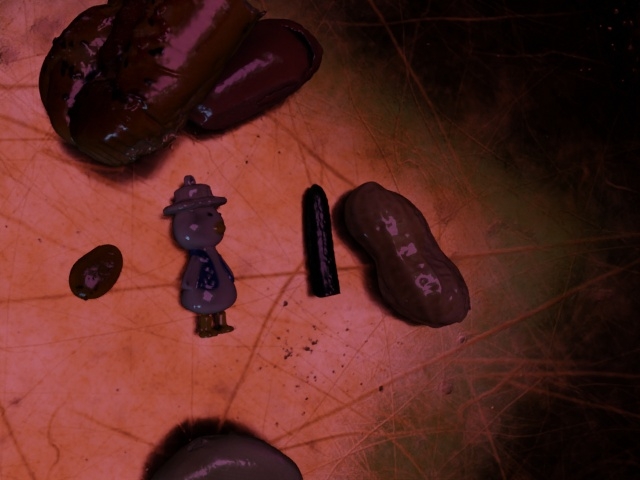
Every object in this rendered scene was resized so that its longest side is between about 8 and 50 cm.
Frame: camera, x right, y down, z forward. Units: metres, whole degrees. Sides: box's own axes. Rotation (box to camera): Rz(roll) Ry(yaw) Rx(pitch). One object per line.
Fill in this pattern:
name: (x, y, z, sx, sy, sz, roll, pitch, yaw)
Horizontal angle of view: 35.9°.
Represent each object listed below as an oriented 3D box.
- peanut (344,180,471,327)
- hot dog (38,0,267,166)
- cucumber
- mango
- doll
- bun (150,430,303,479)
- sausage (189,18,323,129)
peanut: (0.158, 0.029, 1.847, 0.149, 0.149, 0.313, -31, 93, -12)
hot dog: (-0.318, -0.310, 1.679, 0.196, 0.367, 0.365, 33, 89, -41)
cucumber: (0.000, 0.000, 1.852, 0.052, 0.058, 0.215, -7, 85, -6)
mango: (-0.400, 0.055, 1.765, 0.079, 0.057, 0.114, 37, 72, -4)
doll: (-0.209, 0.026, 1.777, 0.138, 0.119, 0.293, -9, 88, -56)
bun: (-0.175, 0.449, 1.737, 0.283, 0.179, 0.283, -4, 109, -12)
sausage: (-0.130, -0.306, 1.797, 0.279, 0.152, 0.152, -28, 93, -11)
